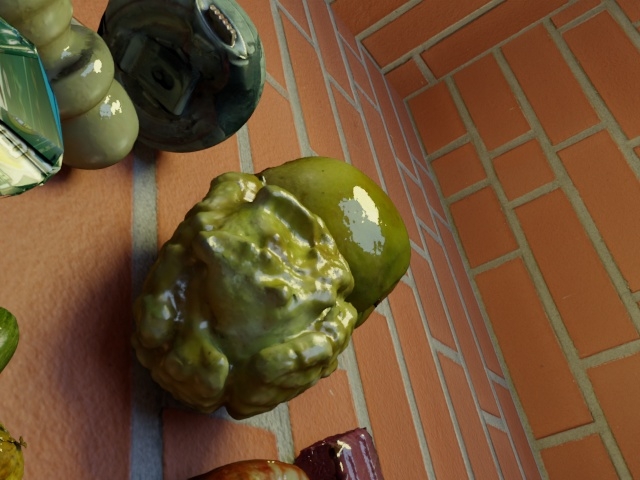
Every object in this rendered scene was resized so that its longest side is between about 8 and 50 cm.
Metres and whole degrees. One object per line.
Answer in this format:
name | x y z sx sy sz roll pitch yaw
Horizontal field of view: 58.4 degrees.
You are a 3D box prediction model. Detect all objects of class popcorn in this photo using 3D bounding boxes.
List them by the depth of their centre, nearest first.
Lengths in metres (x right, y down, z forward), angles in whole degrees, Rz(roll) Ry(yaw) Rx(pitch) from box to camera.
popcorn | -0.088 0.071 0.754 0.279 0.274 0.335 29 48 14

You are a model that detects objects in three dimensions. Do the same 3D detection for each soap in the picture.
soap | 0.051 0.444 0.857 0.182 0.112 0.289 9 57 -62

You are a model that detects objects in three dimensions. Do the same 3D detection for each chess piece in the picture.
chess piece | -0.322 -0.218 0.657 0.330 0.183 0.182 75 4 -52

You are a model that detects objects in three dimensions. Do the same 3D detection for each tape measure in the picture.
tape measure | -0.225 -0.268 0.875 0.275 0.256 0.147 32 29 -4

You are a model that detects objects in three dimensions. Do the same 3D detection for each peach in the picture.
peach | 0.006 0.004 1.037 0.314 0.282 0.315 -4 59 -60

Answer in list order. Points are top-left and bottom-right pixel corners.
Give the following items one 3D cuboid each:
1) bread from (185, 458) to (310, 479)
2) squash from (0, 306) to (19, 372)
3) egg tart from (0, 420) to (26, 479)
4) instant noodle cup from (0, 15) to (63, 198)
bread | -0.076 0.400 0.631 0.295 0.114 0.328 64 23 6
squash | -0.322 0.134 0.456 0.069 0.069 0.238 54 24 -20
egg tart | -0.271 0.192 0.447 0.130 0.052 0.130 -176 -90 -87
instant noodle cup | -0.367 -0.097 0.470 0.240 0.178 0.240 47 27 -33
